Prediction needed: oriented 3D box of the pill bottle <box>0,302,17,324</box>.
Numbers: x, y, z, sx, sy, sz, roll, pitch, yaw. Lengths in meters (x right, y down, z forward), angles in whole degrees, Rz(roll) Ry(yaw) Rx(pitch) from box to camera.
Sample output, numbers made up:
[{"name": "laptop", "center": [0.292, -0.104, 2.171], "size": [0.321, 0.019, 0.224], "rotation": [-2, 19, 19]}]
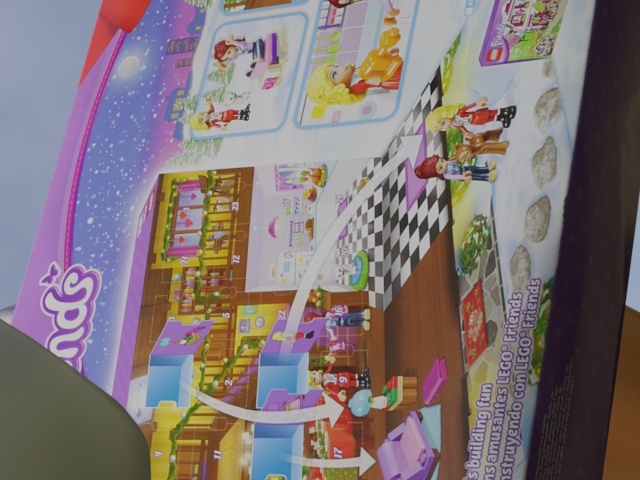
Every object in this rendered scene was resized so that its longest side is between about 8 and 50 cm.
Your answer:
[{"name": "pill bottle", "center": [-0.203, 0.115, 1.589], "size": [0.283, 0.161, 0.161], "rotation": [-28, -56, -72]}]

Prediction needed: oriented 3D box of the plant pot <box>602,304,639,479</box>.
[{"name": "plant pot", "center": [0.189, 0.154, 1.520], "size": [0.291, 0.203, 0.291], "rotation": [17, -90, -82]}]

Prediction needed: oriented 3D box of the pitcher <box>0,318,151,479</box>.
[{"name": "pitcher", "center": [-0.101, 0.123, 0.366], "size": [0.178, 0.125, 0.207], "rotation": [37, -110, -23]}]

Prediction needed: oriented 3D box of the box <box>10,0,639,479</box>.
[{"name": "box", "center": [0.000, 0.000, 0.596], "size": [0.057, 0.201, 0.293], "rotation": [43, -128, -49]}]
